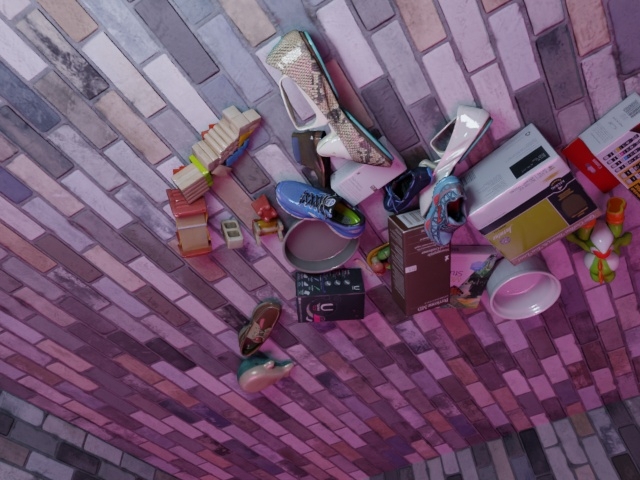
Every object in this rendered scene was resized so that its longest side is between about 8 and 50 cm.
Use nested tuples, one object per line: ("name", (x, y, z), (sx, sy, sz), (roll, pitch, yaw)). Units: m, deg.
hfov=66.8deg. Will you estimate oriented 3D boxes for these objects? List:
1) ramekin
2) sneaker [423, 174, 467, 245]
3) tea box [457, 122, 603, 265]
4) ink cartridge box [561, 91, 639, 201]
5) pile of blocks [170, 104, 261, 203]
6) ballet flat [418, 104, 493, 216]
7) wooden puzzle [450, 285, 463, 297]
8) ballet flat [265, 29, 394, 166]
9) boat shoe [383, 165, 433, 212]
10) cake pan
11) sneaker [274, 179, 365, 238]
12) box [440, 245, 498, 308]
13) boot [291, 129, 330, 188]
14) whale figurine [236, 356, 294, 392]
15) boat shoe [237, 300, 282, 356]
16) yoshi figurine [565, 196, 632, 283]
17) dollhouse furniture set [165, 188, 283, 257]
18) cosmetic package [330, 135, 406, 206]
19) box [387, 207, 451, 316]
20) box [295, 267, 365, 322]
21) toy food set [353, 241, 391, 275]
("ramekin", (0.808, 0.182, 1.970), (0.277, 0.135, 0.277), (-2, 131, -2))
("sneaker", (0.406, -0.070, 1.554), (0.104, 0.125, 0.261), (-12, 131, -9))
("tea box", (0.680, -0.143, 1.627), (0.329, 0.220, 0.324), (-37, 123, 25))
("ink cartridge box", (1.010, -0.274, 1.594), (0.310, 0.130, 0.272), (30, 124, -26))
("pile of blocks", (-0.336, -0.283, 1.525), (0.362, 0.112, 0.149), (-45, 166, 8))
("ballet flat", (0.400, -0.263, 1.585), (0.139, 0.139, 0.400), (17, 124, -17))
("wooden puzzle", (0.546, 0.209, 1.988), (0.083, 0.006, 0.049), (34, 121, -29))
("ballet flat", (0.016, -0.363, 1.410), (0.182, 0.164, 0.482), (-36, 115, 10))
("boat shoe", (0.267, -0.176, 1.619), (0.089, 0.109, 0.258), (-9, 156, -27))
("cake pan", (0.000, 0.000, 1.792), (0.293, 0.054, 0.293), (-8, 132, -9))
("sneaker", (0.008, -0.122, 1.608), (0.330, 0.129, 0.147), (23, 163, -3))
("box", (0.562, 0.155, 1.983), (0.233, 0.058, 0.321), (0, 132, -4))
("boot", (-0.028, -0.267, 1.588), (0.106, 0.082, 0.219), (8, 135, 16))
("whale figurine", (-0.266, 0.614, 2.300), (0.272, 0.141, 0.216), (-7, 136, -30))
("boat shoe", (-0.259, 0.388, 2.092), (0.123, 0.116, 0.324), (20, 127, -19))
("yoshi figurine", (1.050, -0.007, 1.819), (0.203, 0.203, 0.362), (-32, 126, -9))
("dollhouse furniture set", (-0.325, -0.085, 1.690), (0.374, 0.152, 0.201), (-10, 132, -17))
("cosmetic package", (0.157, -0.226, 1.613), (0.231, 0.085, 0.117), (-35, 125, 25))
("box", (0.365, 0.077, 1.786), (0.191, 0.143, 0.381), (-16, 124, -11))
("box", (0.038, 0.222, 1.951), (0.271, 0.143, 0.165), (-4, 132, -1))
("toy food set", (0.254, 0.088, 1.896), (0.218, 0.071, 0.128), (-28, 127, 20))
